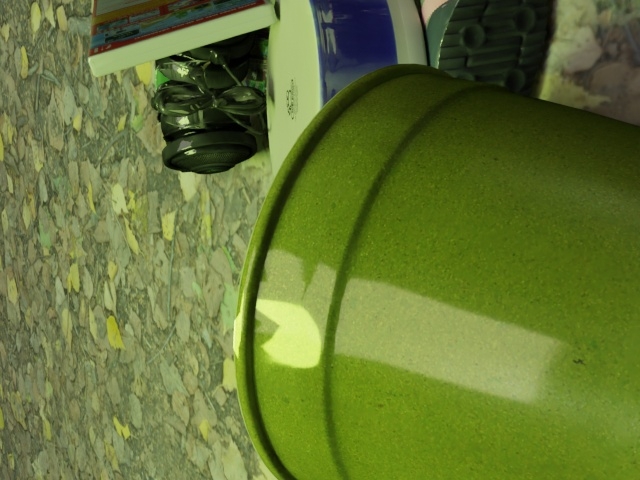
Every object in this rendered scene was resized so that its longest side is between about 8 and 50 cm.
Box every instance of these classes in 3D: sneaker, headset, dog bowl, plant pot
[{"bbox_3d":[0.141,-0.249,0.737,0.131,0.112,0.319,-137,47,-67],"label":"sneaker"},{"bbox_3d":[-0.177,-0.200,1.031,0.394,0.185,0.243,29,123,60],"label":"headset"},{"bbox_3d":[0.017,-0.146,0.818,0.265,0.104,0.265,177,90,-76],"label":"dog bowl"},{"bbox_3d":[0.194,0.070,0.545,0.353,0.366,0.367,13,108,38],"label":"plant pot"}]

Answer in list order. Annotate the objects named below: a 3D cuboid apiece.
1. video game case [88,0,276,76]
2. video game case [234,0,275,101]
[{"bbox_3d":[-0.175,-0.279,0.934,0.285,0.204,0.025,-114,8,-58],"label":"video game case"},{"bbox_3d":[-0.082,-0.280,1.068,0.201,0.023,0.184,21,113,48],"label":"video game case"}]
